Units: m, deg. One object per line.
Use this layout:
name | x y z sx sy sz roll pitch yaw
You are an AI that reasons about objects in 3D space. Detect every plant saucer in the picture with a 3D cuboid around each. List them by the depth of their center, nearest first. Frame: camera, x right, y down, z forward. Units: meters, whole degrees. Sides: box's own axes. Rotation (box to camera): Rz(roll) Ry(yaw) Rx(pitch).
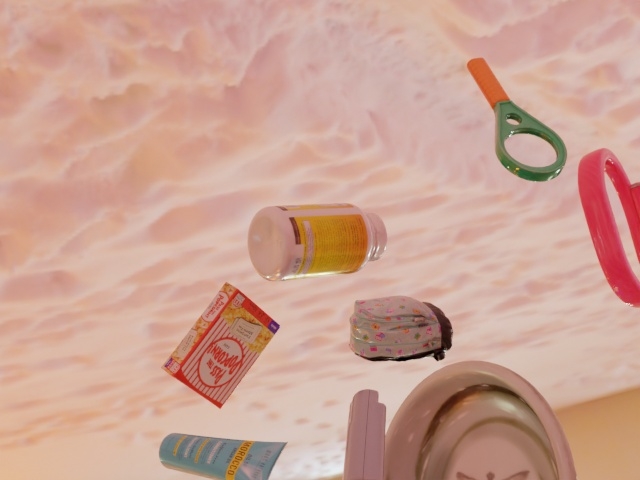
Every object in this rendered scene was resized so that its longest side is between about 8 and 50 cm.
plant saucer | 0.232 0.377 1.297 0.101 0.400 0.400 15 148 -32

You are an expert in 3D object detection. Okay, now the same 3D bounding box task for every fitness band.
fitness band | 0.537 -0.024 1.594 0.054 0.290 0.209 -22 168 38

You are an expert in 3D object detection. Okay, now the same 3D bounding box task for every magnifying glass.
magnifying glass | 0.259 -0.169 1.240 0.092 0.231 0.026 -11 142 -15

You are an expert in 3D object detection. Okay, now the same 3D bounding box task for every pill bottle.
pill bottle | 0.000 0.000 1.441 0.215 0.117 0.117 -4 159 -37

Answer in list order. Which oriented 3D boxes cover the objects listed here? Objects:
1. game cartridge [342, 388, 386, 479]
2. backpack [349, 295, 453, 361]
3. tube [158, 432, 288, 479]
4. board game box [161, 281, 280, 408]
game cartridge | 0.048 0.373 1.202 0.062 0.198 0.297 8 120 6
backpack | 0.139 0.166 1.700 0.182 0.115 0.152 -3 -172 -24
tube | -0.140 0.308 1.275 0.207 0.080 0.052 -3 139 39
board game box | -0.179 0.194 1.662 0.193 0.045 0.147 -54 135 -10
